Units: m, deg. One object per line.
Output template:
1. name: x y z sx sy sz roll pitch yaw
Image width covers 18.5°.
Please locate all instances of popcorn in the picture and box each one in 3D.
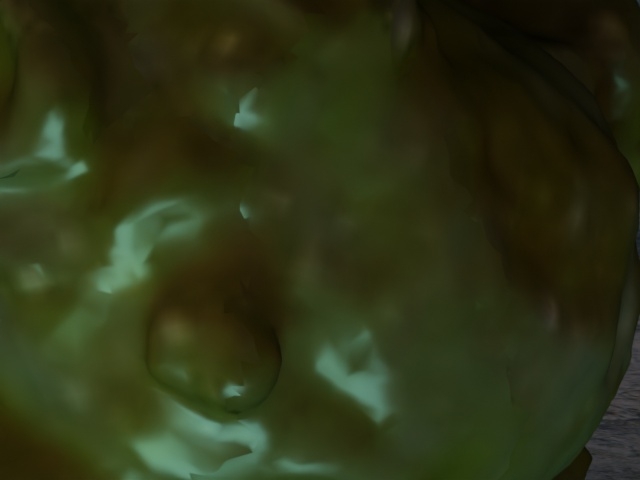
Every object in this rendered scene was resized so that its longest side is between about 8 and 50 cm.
1. popcorn: -0.042 -0.014 0.630 0.312 0.312 0.312 8 167 2
